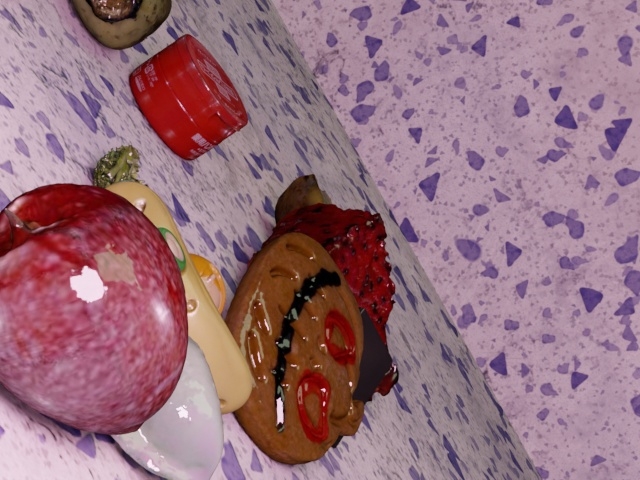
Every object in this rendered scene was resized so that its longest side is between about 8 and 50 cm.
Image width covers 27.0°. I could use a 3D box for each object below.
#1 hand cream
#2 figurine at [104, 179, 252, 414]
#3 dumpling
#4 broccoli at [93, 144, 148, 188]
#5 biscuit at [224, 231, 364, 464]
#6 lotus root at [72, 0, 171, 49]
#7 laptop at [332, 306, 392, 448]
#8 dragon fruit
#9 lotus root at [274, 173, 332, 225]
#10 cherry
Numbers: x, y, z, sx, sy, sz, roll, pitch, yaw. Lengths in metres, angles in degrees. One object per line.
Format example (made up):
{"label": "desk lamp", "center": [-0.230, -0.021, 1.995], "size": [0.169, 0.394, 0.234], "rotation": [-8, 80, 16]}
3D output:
{"label": "hand cream", "center": [-0.224, -0.242, 2.271], "size": [0.193, 0.125, 0.193], "rotation": [53, 15, -20]}
{"label": "figurine", "center": [-0.188, 0.074, 1.684], "size": [0.324, 0.124, 0.222], "rotation": [59, 9, -10]}
{"label": "dumpling", "center": [-0.188, 0.186, 1.491], "size": [0.105, 0.149, 0.216], "rotation": [116, -41, -58]}
{"label": "broccoli", "center": [-0.269, -0.092, 1.826], "size": [0.095, 0.092, 0.097], "rotation": [48, 28, 15]}
{"label": "biscuit", "center": [-0.019, 0.166, 1.938], "size": [0.314, 0.063, 0.367], "rotation": [56, 33, -26]}
{"label": "lotus root", "center": [-0.324, -0.412, 2.237], "size": [0.173, 0.173, 0.309], "rotation": [56, 13, -8]}
{"label": "laptop", "center": [0.042, 0.218, 2.132], "size": [0.197, 0.016, 0.135], "rotation": [-51, 129, -32]}
{"label": "dragon fruit", "center": [-0.022, 0.135, 2.235], "size": [0.286, 0.228, 0.329], "rotation": [-40, 126, -40]}
{"label": "lotus root", "center": [0.000, 0.000, 2.525], "size": [0.235, 0.138, 0.119], "rotation": [50, 20, -32]}
{"label": "cherry", "center": [-0.235, 0.071, 1.324], "size": [0.230, 0.203, 0.300], "rotation": [-103, 172, -60]}
